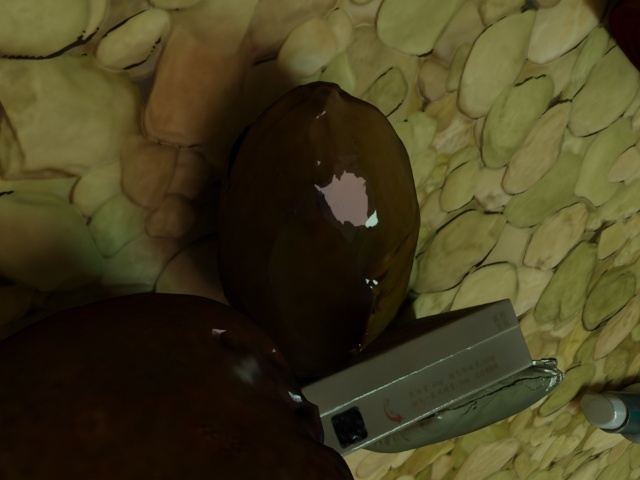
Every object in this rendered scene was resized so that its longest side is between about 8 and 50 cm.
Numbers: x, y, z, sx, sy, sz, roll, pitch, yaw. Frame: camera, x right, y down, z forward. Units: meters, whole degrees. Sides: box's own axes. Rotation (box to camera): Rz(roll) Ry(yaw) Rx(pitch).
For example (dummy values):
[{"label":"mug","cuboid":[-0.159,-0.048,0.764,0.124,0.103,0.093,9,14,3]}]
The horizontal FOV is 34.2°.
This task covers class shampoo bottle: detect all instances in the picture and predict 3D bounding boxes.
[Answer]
[{"label":"shampoo bottle","cuboid":[0.381,0.206,1.241,0.192,0.074,0.074,12,114,-46]}]

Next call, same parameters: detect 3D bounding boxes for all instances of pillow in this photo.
[{"label":"pillow","cuboid":[0.130,0.151,0.958,0.208,0.053,0.119,-7,158,-43]}]

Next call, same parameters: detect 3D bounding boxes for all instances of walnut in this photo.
[{"label":"walnut","cuboid":[0.000,0.000,0.679,0.137,0.137,0.245,-27,138,-22]}]

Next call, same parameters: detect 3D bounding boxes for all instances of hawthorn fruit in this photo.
[{"label":"hawthorn fruit","cuboid":[-0.126,0.181,0.601,0.325,0.308,0.308,-4,126,-27]}]

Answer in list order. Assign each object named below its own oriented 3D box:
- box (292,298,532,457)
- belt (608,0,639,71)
[{"label":"box","cuboid":[0.044,0.110,0.808,0.201,0.058,0.141,-19,178,-28]},{"label":"belt","cuboid":[0.336,-0.142,0.761,0.115,0.227,0.324,-55,162,8]}]
